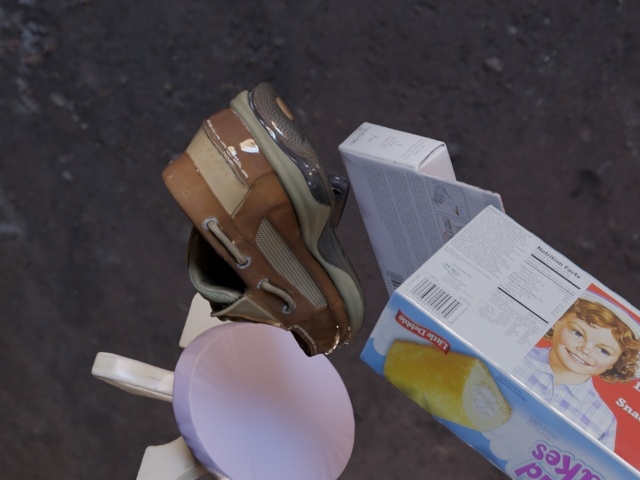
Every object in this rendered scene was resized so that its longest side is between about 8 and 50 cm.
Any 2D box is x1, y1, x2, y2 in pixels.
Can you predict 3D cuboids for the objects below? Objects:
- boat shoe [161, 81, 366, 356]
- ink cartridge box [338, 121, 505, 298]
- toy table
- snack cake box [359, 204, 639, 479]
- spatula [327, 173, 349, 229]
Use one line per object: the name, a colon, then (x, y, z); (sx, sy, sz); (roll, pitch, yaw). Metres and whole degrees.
boat shoe: (-0.051, 0.004, 1.089); (0.122, 0.120, 0.324); (54, 170, 32)
ink cartridge box: (0.155, 0.008, 1.594); (0.239, 0.060, 0.275); (19, 141, 41)
toy table: (-0.106, 0.182, 1.503); (0.161, 0.252, 0.274); (2, 147, 39)
snack cake box: (0.184, 0.106, 1.067); (0.264, 0.152, 0.089); (38, 134, 14)
spatula: (0.000, 0.000, 1.518); (0.084, 0.030, 0.296); (16, 151, 1)
